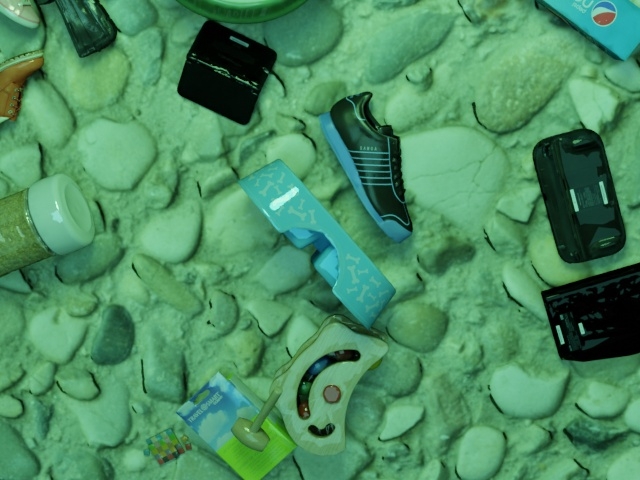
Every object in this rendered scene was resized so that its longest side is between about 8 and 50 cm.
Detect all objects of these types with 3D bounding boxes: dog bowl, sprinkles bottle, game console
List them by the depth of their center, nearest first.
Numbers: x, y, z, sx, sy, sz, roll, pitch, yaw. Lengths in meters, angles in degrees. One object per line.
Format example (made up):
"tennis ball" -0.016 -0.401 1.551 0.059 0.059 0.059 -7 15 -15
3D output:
"dog bowl" 0.000 0.000 1.405 0.074 0.166 0.297 -42 96 0
"game console" 0.428 0.006 1.430 0.213 0.044 0.362 -16 101 6
"game console" -0.142 -0.255 1.431 0.122 0.071 0.107 25 73 -2
"sprinkles bottle" -0.534 0.011 1.463 0.355 0.121 0.121 -20 100 9

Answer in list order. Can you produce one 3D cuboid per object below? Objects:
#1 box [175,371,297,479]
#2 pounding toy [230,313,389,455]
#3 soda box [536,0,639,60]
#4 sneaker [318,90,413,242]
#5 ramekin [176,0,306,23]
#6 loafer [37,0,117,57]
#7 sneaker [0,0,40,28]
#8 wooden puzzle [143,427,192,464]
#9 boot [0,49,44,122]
"box" -0.135 0.301 1.535 0.109 0.042 0.178 -44 96 11
"pounding toy" 0.002 0.248 1.447 0.154 0.155 0.269 42 96 -3
"soda box" 0.367 -0.346 1.344 0.210 0.067 0.071 35 103 -3
"sneaker" 0.090 -0.110 1.409 0.090 0.081 0.232 -29 97 17
"ramekin" -0.109 -0.452 1.289 0.303 0.148 0.304 -1 101 -6
"loafer" -0.389 -0.376 1.390 0.078 0.076 0.223 -32 102 2
"sneaker" -0.463 -0.381 1.407 0.134 0.051 0.070 42 107 -1
"wooden puzzle" -0.258 0.343 1.572 0.083 0.006 0.049 -28 99 10
"boot" -0.473 -0.231 1.442 0.157 0.059 0.085 -28 102 18
